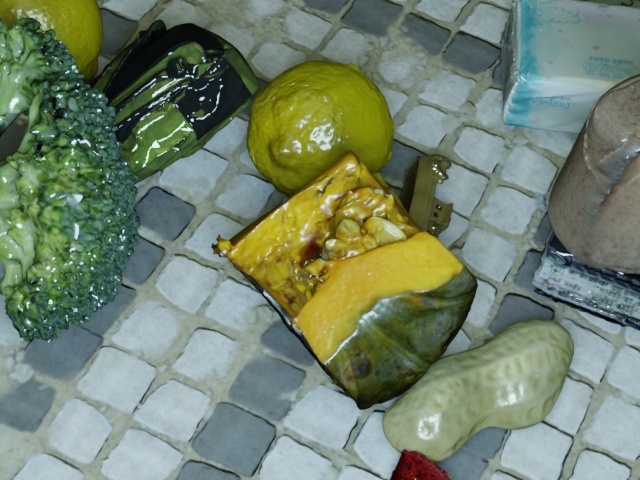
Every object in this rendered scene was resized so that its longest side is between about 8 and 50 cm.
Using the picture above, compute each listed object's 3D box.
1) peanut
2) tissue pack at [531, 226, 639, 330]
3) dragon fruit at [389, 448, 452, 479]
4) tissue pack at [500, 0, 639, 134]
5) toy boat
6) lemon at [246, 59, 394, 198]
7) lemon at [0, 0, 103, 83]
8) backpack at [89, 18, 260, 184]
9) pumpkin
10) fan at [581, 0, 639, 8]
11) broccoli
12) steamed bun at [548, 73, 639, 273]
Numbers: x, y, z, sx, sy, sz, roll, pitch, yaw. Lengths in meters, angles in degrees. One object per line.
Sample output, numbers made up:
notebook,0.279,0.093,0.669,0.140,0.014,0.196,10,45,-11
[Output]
peanut,0.200,0.189,1.518,0.274,0.111,0.125,-25,71,-18
tissue pack,0.466,0.012,1.665,0.332,0.123,0.245,22,52,6
dragon fruit,0.122,0.335,1.424,0.106,0.083,0.162,16,44,-10
tissue pack,0.409,-0.257,1.847,0.271,0.124,0.201,7,58,-2
toy boat,0.143,-0.032,1.698,0.072,0.064,0.206,23,55,-12
lemon,0.001,-0.147,1.676,0.192,0.192,0.231,37,32,19
lemon,-0.411,-0.319,1.770,0.244,0.187,0.187,44,56,-14
backpack,-0.222,-0.189,1.690,0.253,0.140,0.207,-42,34,-9
pumpkin,0.036,0.045,1.489,0.225,0.256,0.303,-39,65,1
fan,0.463,-0.415,2.033,0.190,0.009,0.329,-7,56,-11
broccoli,-0.400,-0.019,1.527,0.397,0.275,0.353,-33,54,3
steamed bun,0.438,-0.104,1.533,0.301,0.251,0.199,-3,45,-16
